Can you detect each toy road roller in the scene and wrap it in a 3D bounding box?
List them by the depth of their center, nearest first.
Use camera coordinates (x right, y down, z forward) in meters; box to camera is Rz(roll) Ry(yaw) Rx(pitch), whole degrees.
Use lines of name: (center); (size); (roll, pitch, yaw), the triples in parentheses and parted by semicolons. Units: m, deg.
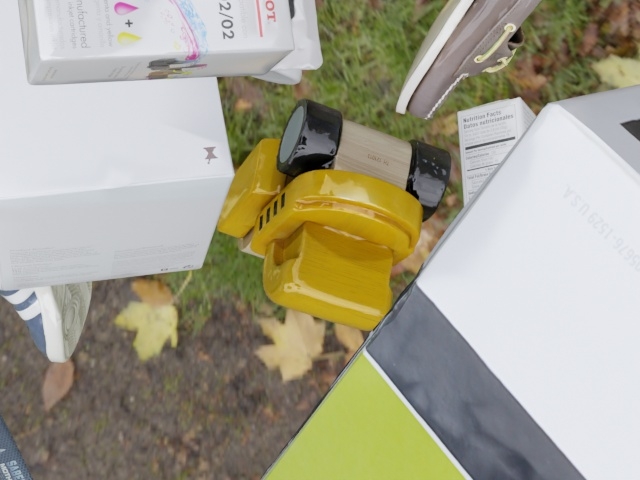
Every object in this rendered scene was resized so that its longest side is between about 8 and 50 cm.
toy road roller: (0.000, 0.000, 1.539); (0.203, 0.329, 0.240); (19, 64, -16)

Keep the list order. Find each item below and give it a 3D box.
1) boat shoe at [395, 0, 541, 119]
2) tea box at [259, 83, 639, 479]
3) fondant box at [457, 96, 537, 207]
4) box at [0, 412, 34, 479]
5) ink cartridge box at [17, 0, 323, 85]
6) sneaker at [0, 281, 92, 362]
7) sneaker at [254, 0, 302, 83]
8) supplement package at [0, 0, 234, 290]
boat shoe: (0.182, -0.241, 1.366); (0.097, 0.116, 0.324); (27, 133, -4)
tea box: (0.159, 0.109, 0.540); (0.220, 0.329, 0.323); (50, 128, 20)
fondant box: (0.280, 0.006, 1.697); (0.096, 0.330, 0.238); (-11, 157, 26)
box: (-0.280, 0.294, 1.106); (0.059, 0.232, 0.183); (-12, 140, -35)
ink cartridge box: (-0.079, -0.149, 0.718); (0.181, 0.061, 0.104); (-6, 85, -21)
sneaker: (-0.407, 0.032, 1.678); (0.148, 0.131, 0.350); (8, 138, 9)
sneaker: (-0.122, -0.284, 1.366); (0.296, 0.105, 0.146); (19, 82, -43)
supplement package: (-0.204, -0.092, 1.130); (0.199, 0.262, 0.198); (-7, 73, -14)
